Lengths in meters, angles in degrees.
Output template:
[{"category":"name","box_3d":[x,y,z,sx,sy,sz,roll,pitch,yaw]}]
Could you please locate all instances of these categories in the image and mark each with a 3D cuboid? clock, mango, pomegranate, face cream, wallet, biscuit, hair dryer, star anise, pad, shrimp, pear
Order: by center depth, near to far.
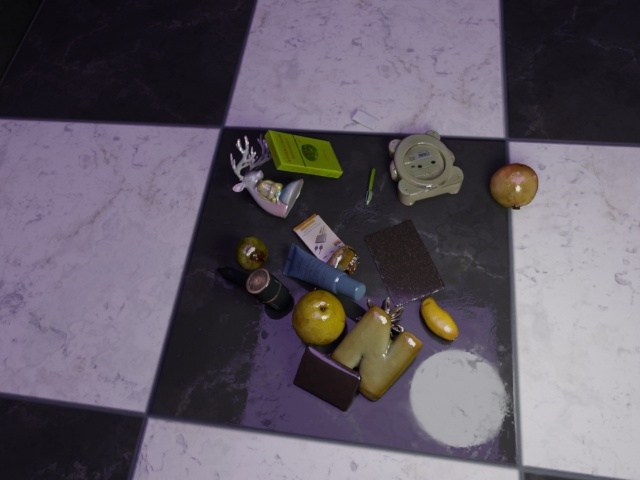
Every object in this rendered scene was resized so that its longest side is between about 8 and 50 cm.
[{"category":"biscuit","box_3d":[0.192,0.403,1.626,0.237,0.062,0.290,41,100,8]},{"category":"wallet","box_3d":[0.024,0.495,1.639,0.229,0.049,0.182,26,111,17]},{"category":"pear","box_3d":[-0.008,0.284,1.698,0.209,0.209,0.208,-2,66,5]},{"category":"mango","box_3d":[0.441,0.295,1.711,0.098,0.075,0.190,-24,60,-22]},{"category":"star anise","box_3d":[0.231,0.327,1.711,0.209,0.089,0.231,28,75,4]},{"category":"face cream","box_3d":[0.004,0.131,1.762,0.385,0.086,0.135,22,98,38]},{"category":"shrimp","box_3d":[0.061,0.141,1.823,0.117,0.066,0.262,33,88,-9]},{"category":"hair dryer","box_3d":[-0.287,0.166,1.835,0.352,0.189,0.107,17,69,37]},{"category":"pomegranate","box_3d":[0.781,-0.219,1.847,0.191,0.191,0.191,-2,66,5]},{"category":"pad","box_3d":[0.337,0.086,1.856,0.220,0.004,0.330,-20,65,-3]},{"category":"clock","box_3d":[0.440,-0.321,1.975,0.284,0.114,0.309,-15,63,1]},{"category":"wallet","box_3d":[0.215,-0.567,2.154,0.122,0.025,0.061,32,71,18]}]

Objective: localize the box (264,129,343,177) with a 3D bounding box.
[{"category":"box","box_3d":[-0.067,-0.371,1.974,0.335,0.047,0.187,1,57,-39]}]

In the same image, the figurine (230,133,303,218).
[{"category":"figurine","box_3d":[-0.233,-0.288,1.962,0.316,0.206,0.284,24,114,3]}]

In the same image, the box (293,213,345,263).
[{"category":"box","box_3d":[0.000,0.000,1.916,0.129,0.033,0.247,-38,67,-10]}]

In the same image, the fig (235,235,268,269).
[{"category":"fig","box_3d":[-0.281,0.051,1.866,0.121,0.153,0.135,12,98,20]}]

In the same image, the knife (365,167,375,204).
[{"category":"knife","box_3d":[0.222,-0.238,2.007,0.026,0.022,0.184,-3,64,33]}]
